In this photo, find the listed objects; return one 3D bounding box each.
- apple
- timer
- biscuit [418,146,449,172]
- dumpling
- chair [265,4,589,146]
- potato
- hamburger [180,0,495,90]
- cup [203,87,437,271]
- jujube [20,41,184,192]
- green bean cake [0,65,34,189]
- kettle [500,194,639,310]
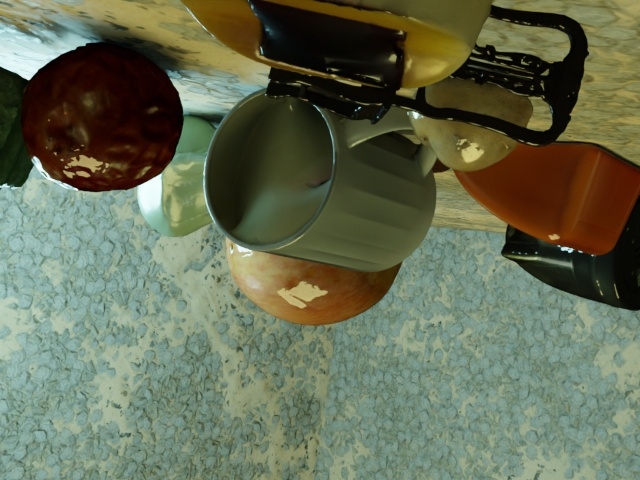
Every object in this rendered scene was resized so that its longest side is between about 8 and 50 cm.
[{"bbox_3d":[0.000,0.000,1.870,0.346,0.392,0.391,-7,171,25],"label":"apple"},{"bbox_3d":[0.367,-0.093,1.411,0.250,0.161,0.257,26,-170,39],"label":"timer"},{"bbox_3d":[0.145,-0.152,1.583,0.212,0.036,0.212,8,179,0],"label":"biscuit"},{"bbox_3d":[-0.242,-0.140,1.568,0.212,0.270,0.320,42,-176,-35],"label":"dumpling"},{"bbox_3d":[0.078,-0.141,0.669,0.229,0.106,0.113,15,-178,-3],"label":"chair"},{"bbox_3d":[0.167,-0.135,0.962,0.147,0.112,0.112,16,-176,43],"label":"potato"},{"bbox_3d":[0.011,-0.172,0.532,0.210,0.116,0.173,12,171,12],"label":"hamburger"},{"bbox_3d":[0.047,-0.098,1.268,0.322,0.237,0.327,-28,158,28],"label":"cup"},{"bbox_3d":[-0.269,-0.159,1.092,0.197,0.197,0.290,8,-167,6],"label":"jujube"},{"bbox_3d":[-0.527,-0.182,1.055,0.300,0.169,0.308,21,179,5],"label":"green bean cake"},{"bbox_3d":[0.568,-0.014,1.796,0.321,0.228,0.324,-28,-154,-33],"label":"kettle"}]
